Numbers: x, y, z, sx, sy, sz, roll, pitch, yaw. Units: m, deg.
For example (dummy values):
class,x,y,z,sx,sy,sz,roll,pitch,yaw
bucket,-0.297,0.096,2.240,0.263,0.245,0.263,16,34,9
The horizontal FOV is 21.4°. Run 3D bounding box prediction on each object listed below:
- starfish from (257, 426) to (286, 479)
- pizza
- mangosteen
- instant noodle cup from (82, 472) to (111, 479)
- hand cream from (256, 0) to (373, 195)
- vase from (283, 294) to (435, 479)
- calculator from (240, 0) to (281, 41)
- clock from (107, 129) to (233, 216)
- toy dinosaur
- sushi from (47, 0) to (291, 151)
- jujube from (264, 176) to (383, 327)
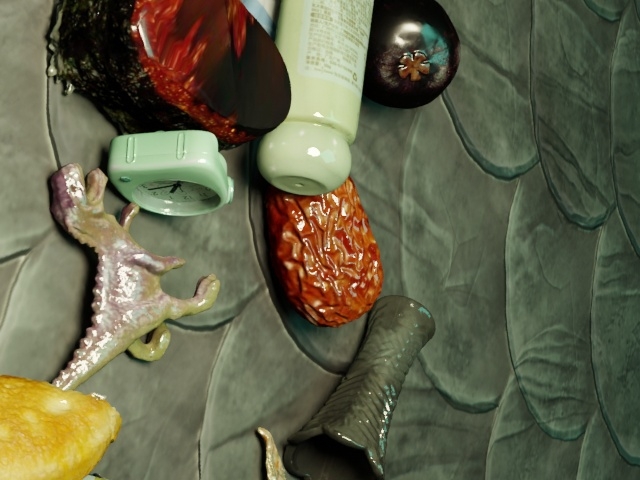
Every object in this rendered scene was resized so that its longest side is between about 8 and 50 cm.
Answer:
class,x,y,z,sx,sy,sz,roll,pitch,yaw
starfish,-0.056,0.342,1.699,0.231,0.048,0.295,-22,109,-57
pizza,-0.261,0.154,1.290,0.271,0.134,0.056,-17,137,-57
mangosteen,0.085,-0.216,1.863,0.151,0.137,0.137,-104,177,-62
instant noodle cup,-0.204,0.289,1.331,0.153,0.205,0.205,-54,136,-58
hand cream,0.003,-0.198,1.670,0.147,0.093,0.306,29,65,-50
vase,0.052,0.161,1.828,0.237,0.115,0.115,-62,140,-43
calculator,-0.039,-0.228,1.723,0.121,0.039,0.210,55,47,-42
clock,-0.128,-0.055,1.524,0.135,0.101,0.041,61,28,-65
toy dinosaur,-0.190,0.070,1.473,0.200,0.072,0.251,20,86,-47
sushi,-0.132,-0.160,1.497,0.225,0.126,0.136,36,61,-47
jujube,0.000,0.000,1.737,0.112,0.109,0.176,-113,-174,-76
